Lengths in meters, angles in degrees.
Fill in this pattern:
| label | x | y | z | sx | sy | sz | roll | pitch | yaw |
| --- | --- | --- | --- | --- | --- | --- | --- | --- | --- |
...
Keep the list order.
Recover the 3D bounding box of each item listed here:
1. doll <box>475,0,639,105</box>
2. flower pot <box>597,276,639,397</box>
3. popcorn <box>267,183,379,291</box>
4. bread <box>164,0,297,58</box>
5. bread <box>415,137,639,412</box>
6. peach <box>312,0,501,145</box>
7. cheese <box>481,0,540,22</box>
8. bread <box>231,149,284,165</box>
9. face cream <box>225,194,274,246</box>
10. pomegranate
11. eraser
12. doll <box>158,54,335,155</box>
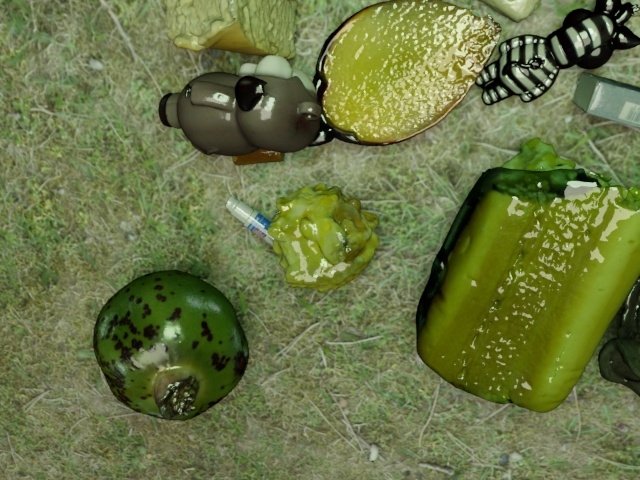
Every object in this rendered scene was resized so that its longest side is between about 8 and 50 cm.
| label | x | y | z | sx | sy | sz | roll | pitch | yaw |
| --- | --- | --- | --- | --- | --- | --- | --- | --- | --- |
| doll | 0.315 | -0.252 | 0.845 | 0.219 | 0.067 | 0.091 | -24 | 92 | 25 |
| flower pot | 0.538 | 0.159 | 0.861 | 0.302 | 0.302 | 0.213 | 44 | 86 | -10 |
| popcorn | -0.002 | -0.005 | 0.970 | 0.174 | 0.142 | 0.173 | 0 | 130 | 0 |
| bread | -0.147 | -0.341 | 0.813 | 0.211 | 0.224 | 0.183 | 16 | 109 | 11 |
| bread | 0.292 | 0.054 | 0.901 | 0.251 | 0.208 | 0.376 | 23 | 115 | 13 |
| peach | 0.116 | -0.241 | 0.884 | 0.279 | 0.068 | 0.189 | -16 | 102 | 20 |
| cheese | 0.207 | -0.362 | 0.830 | 0.194 | 0.043 | 0.065 | 33 | 119 | -7 |
| bread | -0.100 | -0.141 | 0.982 | 0.083 | 0.036 | 0.047 | -4 | 116 | 13 |
| face cream | -0.100 | -0.027 | 1.032 | 0.130 | 0.034 | 0.034 | 38 | 114 | -6 |
| pomegranate | -0.240 | 0.181 | 1.028 | 0.254 | 0.270 | 0.254 | -10 | 123 | -15 |
| eraser | 0.453 | -0.171 | 0.841 | 0.213 | 0.092 | 0.046 | 17 | 114 | 2 |
| doll | -0.104 | -0.179 | 0.884 | 0.257 | 0.182 | 0.117 | -3 | 77 | 36 |
